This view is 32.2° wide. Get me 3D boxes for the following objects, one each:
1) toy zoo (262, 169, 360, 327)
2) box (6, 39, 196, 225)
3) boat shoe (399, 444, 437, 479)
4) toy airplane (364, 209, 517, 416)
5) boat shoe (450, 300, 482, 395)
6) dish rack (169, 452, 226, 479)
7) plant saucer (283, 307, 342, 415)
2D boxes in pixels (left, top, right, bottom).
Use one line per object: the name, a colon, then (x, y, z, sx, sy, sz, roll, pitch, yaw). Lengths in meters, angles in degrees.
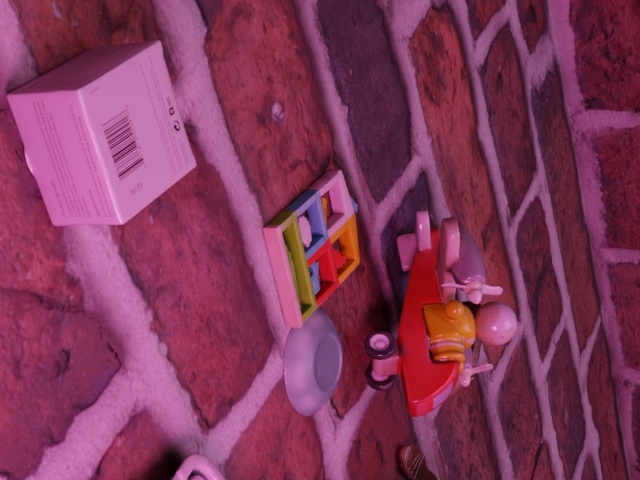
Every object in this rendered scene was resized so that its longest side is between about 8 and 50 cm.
toy zoo: (0.000, 0.000, 1.973, 0.293, 0.030, 0.192, -44, 128, -51)
box: (-0.269, -0.136, 1.392, 0.182, 0.119, 0.181, -48, 131, -50)
boat shoe: (0.198, 0.482, 2.347, 0.056, 0.048, 0.153, -58, 134, -24)
toy airplane: (0.255, 0.129, 2.186, 0.386, 0.272, 0.384, -29, 128, -76)
boat shoe: (0.313, 0.254, 2.473, 0.285, 0.104, 0.089, -58, 136, -44)
dish rack: (-0.173, 0.482, 1.518, 0.285, 0.072, 0.333, 60, 22, -10)
plant saucer: (-0.001, 0.216, 1.975, 0.195, 0.037, 0.195, -6, 97, -62)
